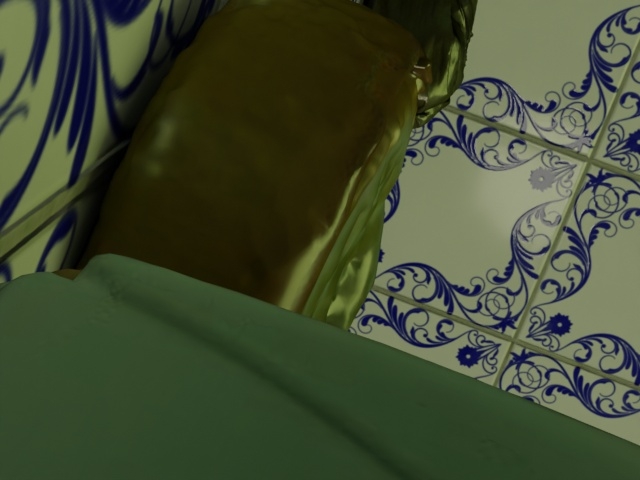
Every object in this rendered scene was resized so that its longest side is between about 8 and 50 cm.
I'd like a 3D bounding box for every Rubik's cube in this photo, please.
[{"bbox_3d":[-0.020,0.259,0.370,0.352,0.347,0.351,108,4,-50],"label":"Rubik's cube"}]

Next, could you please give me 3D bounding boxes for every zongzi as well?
[{"bbox_3d":[0.117,-0.280,1.417,0.274,0.125,0.251,105,-1,-46],"label":"zongzi"}]

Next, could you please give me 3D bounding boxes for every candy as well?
[{"bbox_3d":[-0.034,0.002,0.635,0.260,0.118,0.260,23,90,-85],"label":"candy"}]
